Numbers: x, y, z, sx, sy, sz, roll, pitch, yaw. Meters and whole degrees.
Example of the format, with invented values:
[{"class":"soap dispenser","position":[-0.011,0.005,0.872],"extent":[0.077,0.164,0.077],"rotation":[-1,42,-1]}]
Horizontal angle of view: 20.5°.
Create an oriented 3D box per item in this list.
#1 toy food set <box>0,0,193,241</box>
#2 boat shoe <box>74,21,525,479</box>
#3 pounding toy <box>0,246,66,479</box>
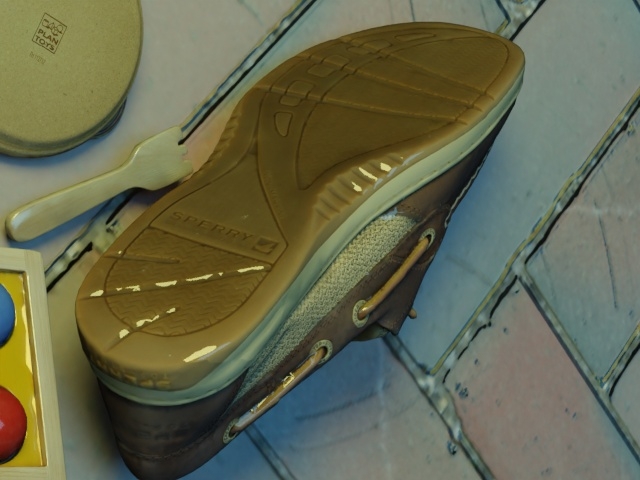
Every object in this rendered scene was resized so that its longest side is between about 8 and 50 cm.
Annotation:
[{"class":"toy food set","position":[-0.140,-0.104,0.872],"extent":[0.132,0.038,0.192],"rotation":[-27,114,-34]},{"class":"boat shoe","position":[0.000,0.000,0.944],"extent":[0.342,0.123,0.123],"rotation":[-48,146,-41]},{"class":"pounding toy","position":[-0.179,0.066,0.749],"extent":[0.141,0.100,0.130],"rotation":[7,68,-46]}]
